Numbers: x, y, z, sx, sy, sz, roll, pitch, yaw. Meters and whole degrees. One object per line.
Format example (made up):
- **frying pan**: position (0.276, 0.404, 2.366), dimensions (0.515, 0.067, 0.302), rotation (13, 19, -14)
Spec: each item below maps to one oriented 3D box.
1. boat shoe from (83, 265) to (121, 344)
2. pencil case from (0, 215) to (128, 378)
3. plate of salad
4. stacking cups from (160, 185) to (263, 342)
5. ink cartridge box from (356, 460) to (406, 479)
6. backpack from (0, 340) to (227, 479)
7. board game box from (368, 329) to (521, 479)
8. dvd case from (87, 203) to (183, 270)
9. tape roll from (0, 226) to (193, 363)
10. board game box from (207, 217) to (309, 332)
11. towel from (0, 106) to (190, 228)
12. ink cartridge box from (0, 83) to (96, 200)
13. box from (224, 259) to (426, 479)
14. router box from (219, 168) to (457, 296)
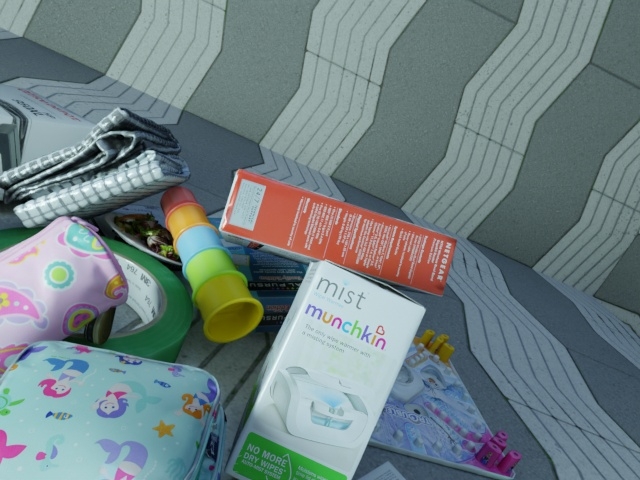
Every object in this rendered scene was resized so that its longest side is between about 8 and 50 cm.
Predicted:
- **boat shoe**: position (-0.285, 0.078, 0.607), dimensions (0.049, 0.056, 0.152), rotation (7, 21, -18)
- **pencil case**: position (-0.338, 0.082, 0.464), dimensions (0.124, 0.124, 0.284), rotation (36, 52, 29)
- **plate of salad**: position (-0.307, -0.009, 0.906), dimensions (0.199, 0.048, 0.200), rotation (32, 3, -2)
- **stacking cups**: position (-0.203, 0.027, 0.806), dimensions (0.096, 0.096, 0.316), rotation (8, 32, -42)
- **ink cartridge box**: position (0.089, 0.361, 0.507), dimensions (0.148, 0.086, 0.203), rotation (3, 29, -49)
- **backpack**: position (-0.194, 0.217, 0.389), dimensions (0.225, 0.191, 0.254), rotation (14, 28, -8)
- **board game box**: position (0.146, 0.253, 0.935), dimensions (0.389, 0.050, 0.390), rotation (21, 19, -15)
- **dvd case**: position (-0.376, -0.013, 1.001), dimensions (0.179, 0.030, 0.238), rotation (5, 27, -46)
- **tape roll**: position (-0.349, 0.092, 0.682), dimensions (0.321, 0.077, 0.321), rotation (23, 19, -9)
- **board game box**: position (-0.106, 0.059, 0.990), dimensions (0.253, 0.079, 0.336), rotation (1, 26, -18)
- **towel**: position (-0.368, -0.119, 0.820), dimensions (0.284, 0.234, 0.122), rotation (-122, -170, -82)
- **ink cartridge box**: position (-0.664, -0.197, 0.875), dimensions (0.285, 0.166, 0.394), rotation (28, 18, 25)
- **box**: position (-0.004, 0.153, 0.593), dimensions (0.126, 0.231, 0.262), rotation (26, -7, -1)
- **router box**: position (0.000, 0.000, 0.759), dimensions (0.300, 0.082, 0.335), rotation (17, -5, -10)
